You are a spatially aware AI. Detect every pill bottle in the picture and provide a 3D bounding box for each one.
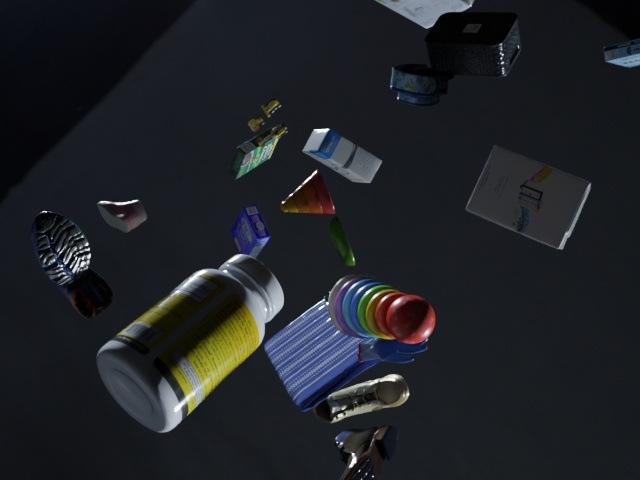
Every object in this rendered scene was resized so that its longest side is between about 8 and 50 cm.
[{"bbox_3d":[-0.224,0.173,1.344,0.188,0.334,0.188,27,-42,27],"label":"pill bottle"}]

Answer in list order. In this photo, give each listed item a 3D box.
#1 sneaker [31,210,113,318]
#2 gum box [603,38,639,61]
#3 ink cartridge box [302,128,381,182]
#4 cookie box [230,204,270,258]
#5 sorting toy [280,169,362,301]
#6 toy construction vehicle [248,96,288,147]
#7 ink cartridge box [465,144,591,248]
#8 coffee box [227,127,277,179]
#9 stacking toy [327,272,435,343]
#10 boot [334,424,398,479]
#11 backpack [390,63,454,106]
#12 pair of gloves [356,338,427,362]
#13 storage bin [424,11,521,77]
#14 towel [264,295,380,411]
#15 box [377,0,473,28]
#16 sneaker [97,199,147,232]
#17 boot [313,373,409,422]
[{"bbox_3d":[-0.416,0.037,1.182,0.087,0.083,0.221,28,-35,31],"label":"sneaker"},{"bbox_3d":[0.863,-0.502,1.947,0.184,0.157,0.041,-9,92,-50],"label":"gum box"},{"bbox_3d":[0.067,-0.261,2.277,0.203,0.086,0.148,29,-4,-20],"label":"ink cartridge box"},{"bbox_3d":[-0.167,-0.017,1.735,0.040,0.107,0.092,-12,66,-32],"label":"cookie box"},{"bbox_3d":[0.000,0.000,1.791,0.127,0.126,0.366,73,-4,-63],"label":"sorting toy"},{"bbox_3d":[-0.126,-0.281,1.755,0.086,0.098,0.035,58,23,-1],"label":"toy construction vehicle"},{"bbox_3d":[0.494,-0.099,1.731,0.232,0.168,0.171,26,8,19],"label":"ink cartridge box"},{"bbox_3d":[-0.206,-0.273,2.287,0.040,0.113,0.184,39,42,10],"label":"coffee box"},{"bbox_3d":[0.131,0.146,1.465,0.141,0.141,0.330,42,-11,-16],"label":"stacking toy"},{"bbox_3d":[0.066,0.447,1.478,0.219,0.106,0.082,-32,112,-52],"label":"boot"},{"bbox_3d":[0.209,-0.334,1.578,0.114,0.084,0.105,-10,27,-42],"label":"backpack"},{"bbox_3d":[0.154,0.194,1.639,0.198,0.159,0.023,-93,170,-46],"label":"pair of gloves"},{"bbox_3d":[0.331,-0.427,1.593,0.180,0.122,0.084,11,-38,32],"label":"storage bin"},{"bbox_3d":[0.002,0.267,1.794,0.040,0.243,0.336,57,-5,-26],"label":"towel"},{"bbox_3d":[0.256,-0.672,1.888,0.231,0.127,0.262,23,-3,-16],"label":"box"},{"bbox_3d":[-0.425,-0.062,1.589,0.134,0.070,0.051,24,-42,42],"label":"sneaker"},{"bbox_3d":[0.117,0.469,2.164,0.203,0.262,0.095,-8,80,-36],"label":"boot"}]
